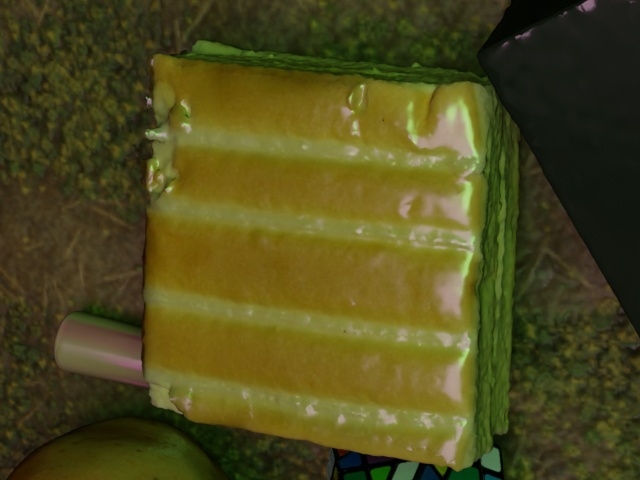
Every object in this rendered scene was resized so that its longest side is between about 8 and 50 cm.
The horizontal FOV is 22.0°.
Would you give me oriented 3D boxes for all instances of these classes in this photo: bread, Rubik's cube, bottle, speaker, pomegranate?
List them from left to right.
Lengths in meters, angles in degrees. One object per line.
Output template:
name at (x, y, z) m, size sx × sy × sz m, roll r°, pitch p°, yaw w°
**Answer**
pomegranate at (-0.146, 0.226, 1.158) m, size 0.209 × 0.209 × 0.209 m, roll 9°, pitch 116°, yaw 19°
bottle at (-0.140, 0.081, 1.182) m, size 0.096 × 0.045 × 0.045 m, roll 11°, pitch 117°, yaw 15°
bread at (0.000, 0.000, 1.029) m, size 0.246 × 0.111 × 0.239 m, roll 6°, pitch 100°, yaw 25°
Rubik's cube at (0.063, 0.169, 1.098) m, size 0.133 × 0.112 × 0.133 m, roll 7°, pitch 116°, yaw 16°
speaker at (0.256, -0.071, 0.869) m, size 0.232 × 0.184 × 0.254 m, roll -25°, pitch 105°, yaw 30°
